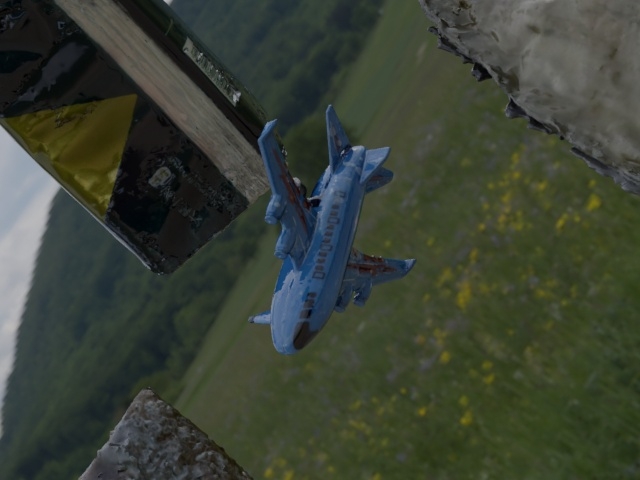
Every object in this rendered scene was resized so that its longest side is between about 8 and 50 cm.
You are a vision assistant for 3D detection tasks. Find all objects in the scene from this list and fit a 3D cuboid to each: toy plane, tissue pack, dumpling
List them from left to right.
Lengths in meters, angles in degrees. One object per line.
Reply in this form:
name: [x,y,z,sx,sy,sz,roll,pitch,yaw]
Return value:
tissue pack: [-0.267,-0.197,1.640,0.253,0.416,0.264,-40,23,7]
toy plane: [0.000,0.000,1.299,0.105,0.254,0.271,-2,54,45]
dumpling: [0.197,-0.100,0.675,0.166,0.332,0.086,-53,-23,-48]

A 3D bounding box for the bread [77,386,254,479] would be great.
bread: [-0.226,0.336,1.111,0.416,0.165,0.113,-50,-4,-30]
